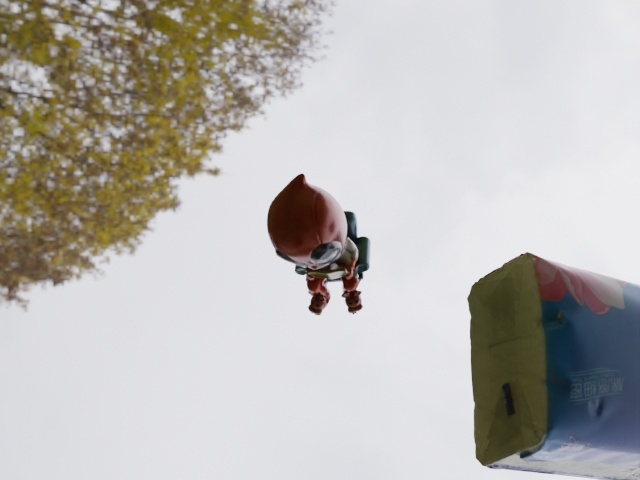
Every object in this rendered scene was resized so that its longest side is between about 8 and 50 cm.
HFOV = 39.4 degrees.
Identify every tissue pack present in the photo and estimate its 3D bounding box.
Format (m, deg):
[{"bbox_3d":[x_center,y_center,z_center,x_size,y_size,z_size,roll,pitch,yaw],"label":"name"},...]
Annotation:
[{"bbox_3d":[0.298,0.145,0.945,0.137,0.270,0.209,-29,-128,54],"label":"tissue pack"}]

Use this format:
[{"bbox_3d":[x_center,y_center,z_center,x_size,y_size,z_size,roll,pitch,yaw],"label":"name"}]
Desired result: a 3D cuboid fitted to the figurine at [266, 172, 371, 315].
[{"bbox_3d":[0.000,0.000,0.749,0.068,0.140,0.075,-4,-125,15],"label":"figurine"}]
